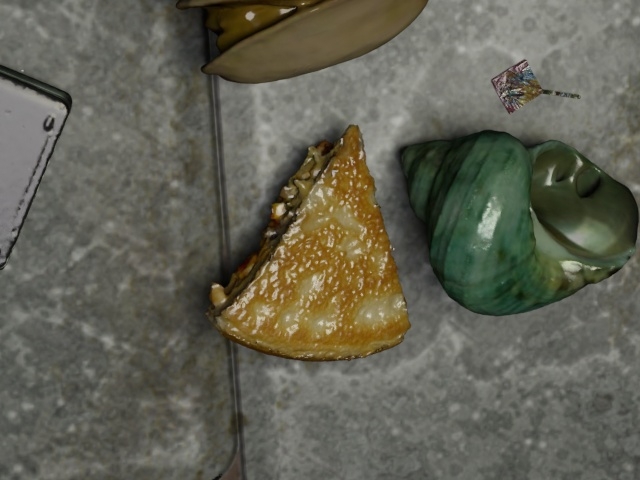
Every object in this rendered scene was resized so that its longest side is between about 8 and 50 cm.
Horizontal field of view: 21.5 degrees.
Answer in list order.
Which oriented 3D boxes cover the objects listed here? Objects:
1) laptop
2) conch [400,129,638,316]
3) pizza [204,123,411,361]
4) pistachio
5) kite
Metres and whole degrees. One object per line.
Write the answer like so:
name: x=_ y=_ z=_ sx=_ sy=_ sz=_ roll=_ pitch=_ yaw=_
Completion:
laptop: x=-0.308 y=-0.079 z=1.284 sx=0.207 sy=0.026 sz=0.153 roll=22 pitch=98 yaw=-20
conch: x=0.157 y=-0.019 z=1.388 sx=0.188 sy=0.122 sz=0.175 roll=41 pitch=70 yaw=-24
pizza: x=0.000 y=0.000 z=1.380 sx=0.188 sy=0.062 sz=0.198 roll=10 pitch=96 yaw=-31
pistachio: x=-0.007 y=-0.193 z=1.288 sx=0.206 sy=0.131 sz=0.129 roll=-25 pitch=102 yaw=-4
kite: x=0.182 y=-0.133 z=1.425 sx=0.078 sy=0.002 sz=0.044 roll=-13 pitch=108 yaw=-11
